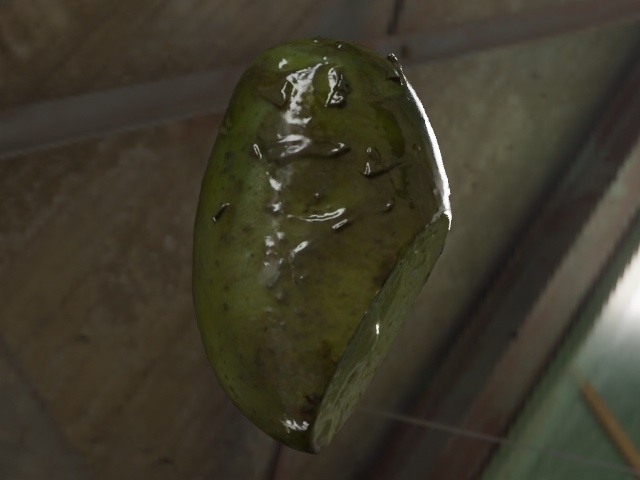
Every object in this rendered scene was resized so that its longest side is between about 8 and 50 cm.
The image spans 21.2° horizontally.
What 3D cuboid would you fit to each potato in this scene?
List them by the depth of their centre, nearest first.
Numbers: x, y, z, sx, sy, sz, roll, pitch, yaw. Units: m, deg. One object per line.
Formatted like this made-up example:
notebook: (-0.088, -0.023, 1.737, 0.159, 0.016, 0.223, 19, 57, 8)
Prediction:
potato: (0.000, 0.000, 1.181, 0.141, 0.176, 0.298, 42, -130, -68)
